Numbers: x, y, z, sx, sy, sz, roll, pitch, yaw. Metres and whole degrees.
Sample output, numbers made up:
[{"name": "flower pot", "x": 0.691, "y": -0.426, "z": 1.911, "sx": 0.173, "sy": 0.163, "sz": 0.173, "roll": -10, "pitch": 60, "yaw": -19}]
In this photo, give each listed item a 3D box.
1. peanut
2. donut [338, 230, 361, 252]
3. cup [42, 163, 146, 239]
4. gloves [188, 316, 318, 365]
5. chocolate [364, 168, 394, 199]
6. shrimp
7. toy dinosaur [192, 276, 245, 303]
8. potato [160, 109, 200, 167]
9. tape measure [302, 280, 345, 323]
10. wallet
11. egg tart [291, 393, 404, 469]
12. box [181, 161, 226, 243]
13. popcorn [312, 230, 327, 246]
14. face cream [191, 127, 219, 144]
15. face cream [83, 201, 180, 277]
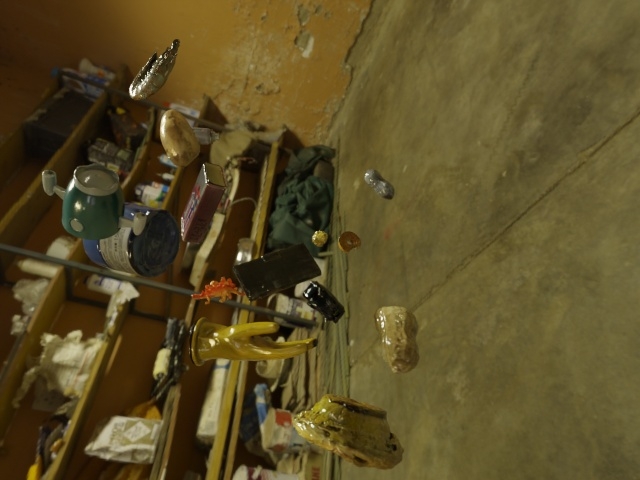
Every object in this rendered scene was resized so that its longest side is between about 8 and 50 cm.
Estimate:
[{"name": "peanut", "x": 0.270, "y": 0.325, "z": 1.425, "sx": 0.159, "sy": 0.143, "sz": 0.291, "roll": -58, "pitch": 14, "yaw": 20}, {"name": "donut", "x": 0.128, "y": 0.009, "z": 1.875, "sx": 0.097, "sy": 0.108, "sz": 0.043, "roll": 65, "pitch": 150, "yaw": 18}, {"name": "cup", "x": -0.634, "y": -0.118, "z": 1.153, "sx": 0.167, "sy": 0.300, "sz": 0.173, "roll": -73, "pitch": 10, "yaw": -52}, {"name": "gloves", "x": -0.151, "y": 0.244, "z": 0.983, "sx": 0.133, "sy": 0.294, "sz": 0.116, "roll": 8, "pitch": -99, "yaw": -85}, {"name": "chocolate", "x": 0.254, "y": -0.241, "z": 1.750, "sx": 0.167, "sy": 0.072, "sz": 0.072, "roll": 51, "pitch": 135, "yaw": 21}, {"name": "shrimp", "x": -0.560, "y": -0.572, "z": 1.385, "sx": 0.145, "sy": 0.059, "sz": 0.254, "roll": 8, "pitch": 69, "yaw": 32}, {"name": "toy dinosaur", "x": -0.477, "y": 0.237, "z": 1.988, "sx": 0.070, "sy": 0.288, "sz": 0.117, "roll": -152, "pitch": 58, "yaw": -68}, {"name": "potato", "x": -0.517, "y": -0.376, "z": 1.514, "sx": 0.161, "sy": 0.128, "sz": 0.234, "roll": 76, "pitch": 173, "yaw": -49}, {"name": "tape measure", "x": 0.003, "y": 0.269, "z": 1.819, "sx": 0.112, "sy": 0.186, "sz": 0.199, "roll": -45, "pitch": 15, "yaw": -11}, {"name": "wallet", "x": -0.163, "y": 0.118, "z": 1.580, "sx": 0.169, "sy": 0.317, "sz": 0.044, "roll": 55, "pitch": 148, "yaw": 27}, {"name": "egg tart", "x": 0.077, "y": 0.462, "z": 1.022, "sx": 0.123, "sy": 0.294, "sz": 0.294, "roll": -70, "pitch": 14, "yaw": -14}, {"name": "box", "x": -0.348, "y": -0.108, "z": 1.207, "sx": 0.224, "sy": 0.069, "sz": 0.120, "roll": -58, "pitch": 36, "yaw": 31}, {"name": "popcorn", "x": 0.000, "y": 0.000, "z": 2.033, "sx": 0.084, "sy": 0.084, "sz": 0.084, "roll": -163, "pitch": 90, "yaw": -75}, {"name": "face cream", "x": -0.585, "y": -0.484, "z": 1.890, "sx": 0.075, "sy": 0.229, "sz": 0.075, "roll": -178, "pitch": 90, "yaw": -82}, {"name": "face cream", "x": -0.652, "y": -0.004, "z": 1.443, "sx": 0.249, "sy": 0.225, "sz": 0.249, "roll": 12, "pitch": -90, "yaw": -69}]
